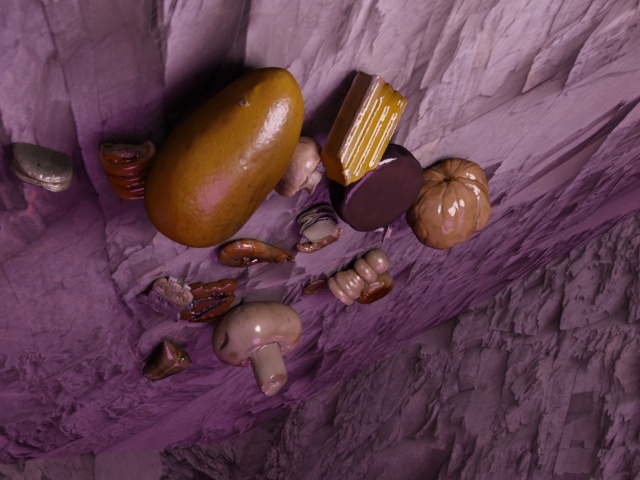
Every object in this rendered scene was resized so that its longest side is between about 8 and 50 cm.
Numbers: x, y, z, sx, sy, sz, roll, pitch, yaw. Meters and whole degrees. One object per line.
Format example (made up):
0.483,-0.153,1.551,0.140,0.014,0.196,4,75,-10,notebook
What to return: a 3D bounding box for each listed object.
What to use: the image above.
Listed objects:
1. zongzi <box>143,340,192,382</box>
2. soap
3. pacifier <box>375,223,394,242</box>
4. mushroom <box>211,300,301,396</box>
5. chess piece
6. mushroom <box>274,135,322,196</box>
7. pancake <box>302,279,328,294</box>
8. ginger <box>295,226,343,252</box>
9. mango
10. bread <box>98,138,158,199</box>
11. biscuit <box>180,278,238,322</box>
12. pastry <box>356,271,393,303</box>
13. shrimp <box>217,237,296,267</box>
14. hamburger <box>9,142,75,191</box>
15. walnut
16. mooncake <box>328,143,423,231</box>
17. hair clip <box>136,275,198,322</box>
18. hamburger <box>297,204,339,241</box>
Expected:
-0.640,0.474,1.881,0.194,0.099,0.197,-25,140,0,zongzi
0.099,-0.258,1.152,0.160,0.080,0.258,14,105,-51,soap
0.226,-0.042,1.738,0.078,0.081,0.099,13,116,-3,pacifier
-0.230,0.381,1.856,0.325,0.353,0.353,-56,150,-8,mushroom
0.167,0.136,1.913,0.261,0.143,0.142,-40,148,13,chess piece
-0.054,-0.183,1.193,0.127,0.166,0.166,36,124,-12,mushroom
-0.021,0.196,1.976,0.114,0.011,0.115,-17,151,-10,pancake
0.000,0.002,1.640,0.173,0.051,0.069,-30,147,6,ginger
-0.200,-0.179,1.016,0.445,0.220,0.301,-54,160,20,mango
-0.413,-0.154,1.047,0.119,0.084,0.177,-15,153,-16,bread
-0.413,0.234,1.709,0.278,0.043,0.301,-21,151,-6,biscuit
0.240,0.212,2.116,0.182,0.093,0.192,-12,148,-26,pastry
-0.210,0.056,1.556,0.287,0.063,0.152,13,135,-44,shrimp
-0.556,-0.141,0.955,0.121,0.084,0.054,10,134,-48,hamburger
0.409,-0.116,1.548,0.296,0.285,0.285,-54,163,-28,walnut
0.158,-0.166,1.396,0.283,0.141,0.283,-19,141,-16,mooncake
-0.479,0.188,1.537,0.187,0.056,0.146,31,112,-34,hair clip
-0.007,-0.055,1.531,0.133,0.062,0.140,-23,153,0,hamburger
